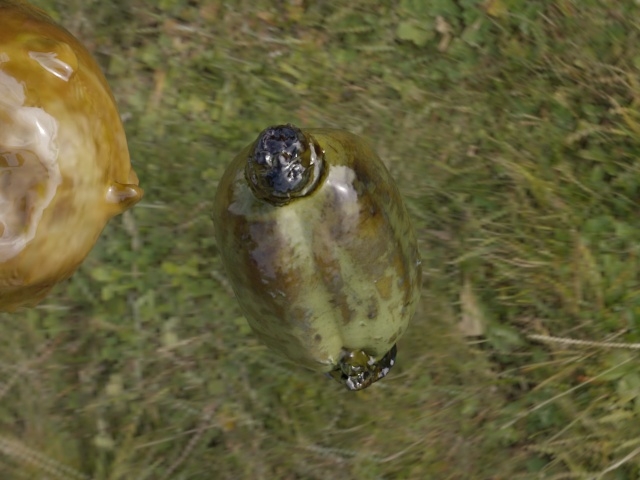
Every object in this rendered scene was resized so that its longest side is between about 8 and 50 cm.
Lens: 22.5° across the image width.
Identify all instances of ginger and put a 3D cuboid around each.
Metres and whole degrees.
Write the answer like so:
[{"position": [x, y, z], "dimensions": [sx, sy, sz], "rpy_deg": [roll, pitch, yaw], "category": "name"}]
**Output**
[{"position": [-0.255, -0.067, 0.767], "dimensions": [0.357, 0.274, 0.152], "rpy_deg": [10, 101, -4], "category": "ginger"}]

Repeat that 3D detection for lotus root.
[{"position": [0.000, 0.000, 1.397], "dimensions": [0.173, 0.309, 0.173], "rpy_deg": [-8, 49, 9], "category": "lotus root"}]
